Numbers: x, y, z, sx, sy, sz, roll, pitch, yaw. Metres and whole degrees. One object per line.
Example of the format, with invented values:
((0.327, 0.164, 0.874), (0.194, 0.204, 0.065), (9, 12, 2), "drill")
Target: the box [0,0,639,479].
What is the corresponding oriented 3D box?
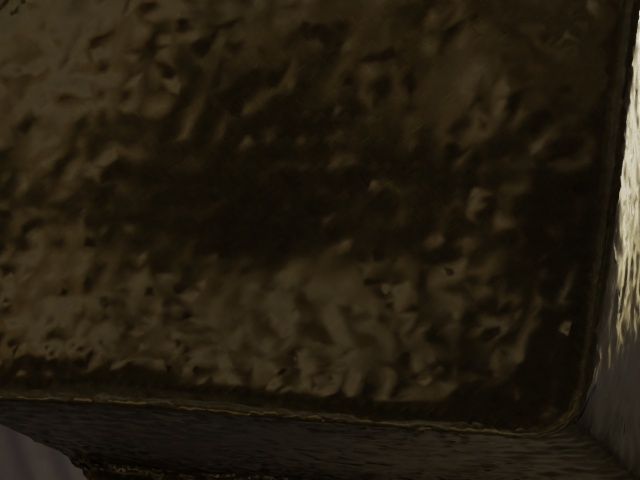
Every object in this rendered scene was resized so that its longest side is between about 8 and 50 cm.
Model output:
((0.001, 0.001, 0.675), (0.273, 0.143, 0.184), (1, -108, 23), "box")
